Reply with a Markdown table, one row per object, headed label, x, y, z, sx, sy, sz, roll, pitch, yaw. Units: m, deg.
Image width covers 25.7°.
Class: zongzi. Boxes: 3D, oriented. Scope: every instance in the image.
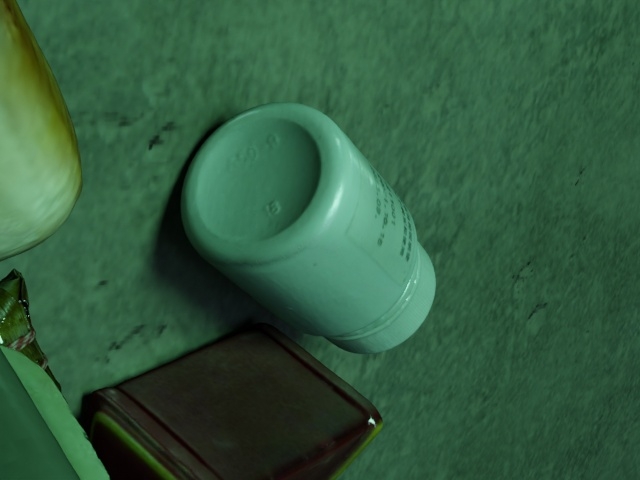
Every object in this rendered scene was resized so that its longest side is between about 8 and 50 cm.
| label | x | y | z | sx | sy | sz | roll | pitch | yaw |
| --- | --- | --- | --- | --- | --- | --- | --- | --- | --- |
| zongzi | -0.124 | 0.066 | 0.526 | 0.067 | 0.073 | 0.083 | -42 | 99 | -35 |

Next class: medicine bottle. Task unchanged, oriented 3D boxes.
| label | x | y | z | sx | sy | sz | roll | pitch | yaw |
| --- | --- | --- | --- | --- | --- | --- | --- | --- | --- |
| medicine bottle | 0.000 | 0.000 | 0.634 | 0.080 | 0.080 | 0.130 | -62 | 148 | -11 |

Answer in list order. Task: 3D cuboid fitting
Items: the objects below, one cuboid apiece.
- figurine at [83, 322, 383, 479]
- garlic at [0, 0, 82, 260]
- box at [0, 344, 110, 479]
| label | x | y | z | sx | sy | sz | roll | pitch | yaw |
| --- | --- | --- | --- | --- | --- | --- | --- | --- | --- |
| figurine | -0.057 | 0.109 | 0.632 | 0.154 | 0.082 | 0.098 | -22 | 145 | -49 |
| garlic | -0.135 | -0.042 | 0.400 | 0.115 | 0.128 | 0.206 | -34 | 145 | -10 |
| box | -0.119 | 0.156 | 0.331 | 0.220 | 0.290 | 0.166 | -21 | 141 | -24 |
